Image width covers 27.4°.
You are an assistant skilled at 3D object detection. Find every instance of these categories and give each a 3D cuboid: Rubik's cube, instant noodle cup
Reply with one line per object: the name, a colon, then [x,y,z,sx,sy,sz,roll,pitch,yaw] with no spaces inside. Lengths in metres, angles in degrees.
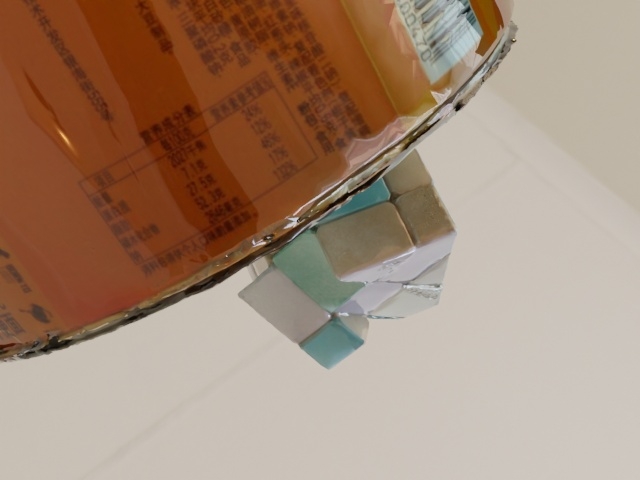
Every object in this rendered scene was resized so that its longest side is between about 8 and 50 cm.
Rubik's cube: [0.001,0.000,0.460,0.073,0.084,0.075,-20,-131,-15]
instant noodle cup: [-0.083,-0.107,0.437,0.214,0.296,0.296,60,-140,-16]
